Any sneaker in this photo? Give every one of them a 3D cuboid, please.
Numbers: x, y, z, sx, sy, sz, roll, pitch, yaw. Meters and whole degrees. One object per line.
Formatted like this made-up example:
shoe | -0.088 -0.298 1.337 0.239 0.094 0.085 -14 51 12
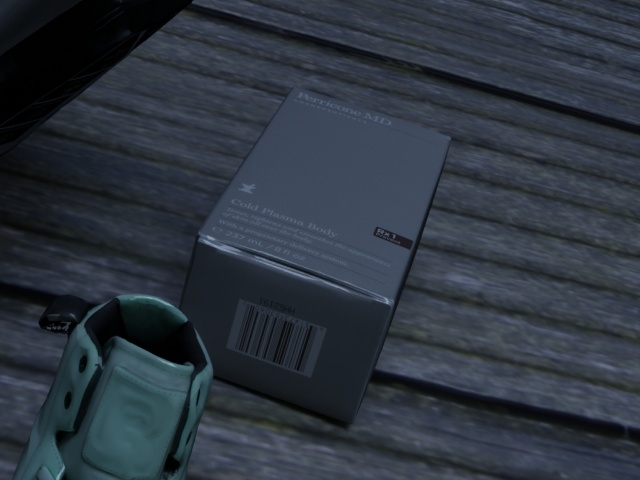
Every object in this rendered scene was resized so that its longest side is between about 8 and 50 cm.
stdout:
sneaker | -0.107 0.126 0.619 0.094 0.151 0.256 16 32 -10

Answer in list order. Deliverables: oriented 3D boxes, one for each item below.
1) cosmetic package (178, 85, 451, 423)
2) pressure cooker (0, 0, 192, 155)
cosmetic package | 0.000 0.000 0.934 0.127 0.107 0.238 18 33 3
pressure cooker | -0.281 -0.228 0.862 0.370 0.420 0.375 19 46 -43
